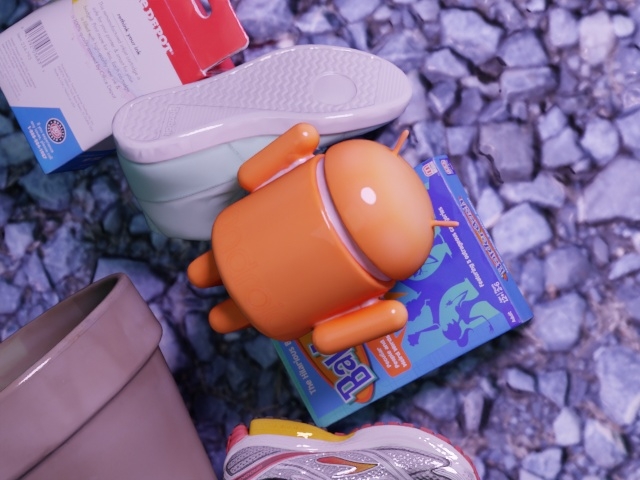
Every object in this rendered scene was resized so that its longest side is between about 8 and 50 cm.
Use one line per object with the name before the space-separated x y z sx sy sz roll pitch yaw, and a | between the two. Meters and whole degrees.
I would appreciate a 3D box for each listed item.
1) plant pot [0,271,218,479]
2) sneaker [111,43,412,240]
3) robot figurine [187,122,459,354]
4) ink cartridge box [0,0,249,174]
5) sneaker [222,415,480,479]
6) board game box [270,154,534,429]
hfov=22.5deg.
plant pot | -0.214 0.231 1.385 0.323 0.323 0.280 -34 99 20
sneaker | -0.045 -0.079 1.402 0.256 0.151 0.094 -12 51 -5
robot figurine | 0.001 0.002 1.309 0.219 0.128 0.158 -30 43 20
ink cartridge box | -0.170 -0.171 1.430 0.231 0.078 0.134 -29 85 20
sneaker | 0.025 0.213 1.368 0.225 0.092 0.088 0 132 12
board game box | 0.053 0.046 1.386 0.210 0.047 0.160 -31 84 21
